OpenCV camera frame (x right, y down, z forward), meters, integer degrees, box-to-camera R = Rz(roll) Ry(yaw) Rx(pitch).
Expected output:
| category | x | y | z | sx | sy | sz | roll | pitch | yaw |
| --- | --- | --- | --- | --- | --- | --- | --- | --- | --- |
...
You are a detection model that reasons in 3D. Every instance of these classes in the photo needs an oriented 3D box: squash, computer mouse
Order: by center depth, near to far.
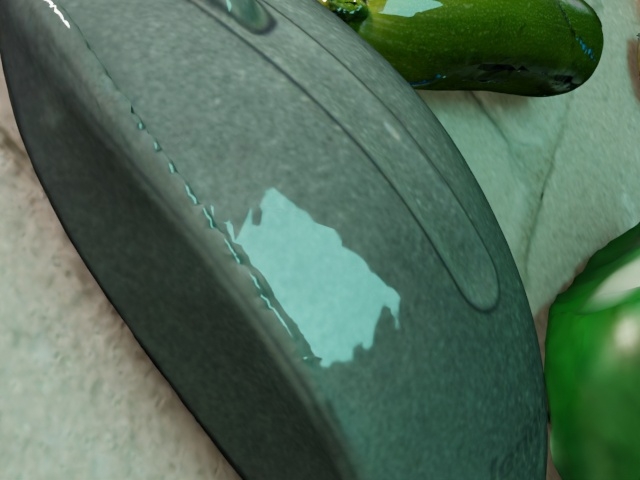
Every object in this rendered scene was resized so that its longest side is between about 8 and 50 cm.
| category | x | y | z | sx | sy | sz | roll | pitch | yaw |
| --- | --- | --- | --- | --- | --- | --- | --- | --- | --- |
| computer mouse | 0.003 | -0.002 | 0.564 | 0.374 | 0.114 | 0.203 | 57 | 37 | -9 |
| squash | 0.084 | -0.128 | 0.774 | 0.331 | 0.087 | 0.087 | -6 | 74 | -51 |

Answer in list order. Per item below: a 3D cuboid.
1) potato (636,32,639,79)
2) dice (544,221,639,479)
| category | x | y | z | sx | sy | sz | roll | pitch | yaw |
| --- | --- | --- | --- | --- | --- | --- | --- | --- | --- |
| potato | 0.282 | -0.138 | 1.079 | 0.037 | 0.036 | 0.093 | 0 | 43 | -14 |
| dice | 0.328 | 0.093 | 0.769 | 0.287 | 0.297 | 0.300 | 59 | 36 | -2 |
